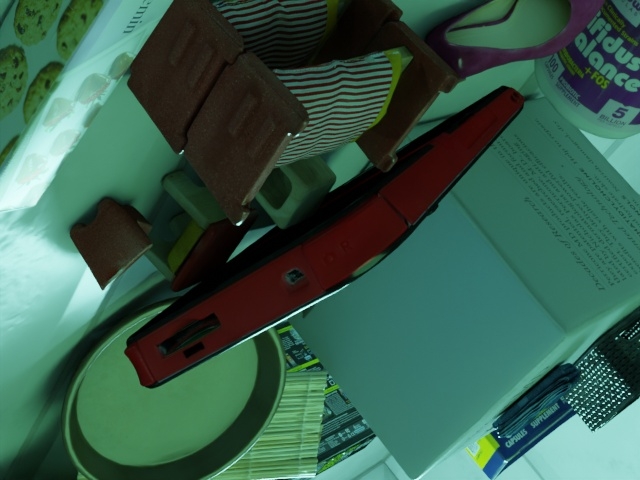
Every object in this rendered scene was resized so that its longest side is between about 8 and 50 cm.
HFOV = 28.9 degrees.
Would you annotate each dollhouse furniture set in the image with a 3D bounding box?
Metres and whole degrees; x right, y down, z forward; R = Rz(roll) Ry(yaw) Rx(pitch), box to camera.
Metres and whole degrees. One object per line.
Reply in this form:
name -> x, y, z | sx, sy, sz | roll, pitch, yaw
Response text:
dollhouse furniture set -> -0.076, -0.049, 1.052 | 0.201, 0.152, 0.374 | -23, 157, -45

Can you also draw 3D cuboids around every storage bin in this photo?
storage bin -> 0.404, 0.168, 1.649 | 0.122, 0.084, 0.180 | -32, 162, -24

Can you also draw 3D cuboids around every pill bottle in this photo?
pill bottle -> 0.393, -0.272, 1.461 | 0.169, 0.169, 0.301 | -26, 159, -39

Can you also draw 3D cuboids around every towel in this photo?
towel -> 0.268, 0.199, 1.533 | 0.119, 0.029, 0.067 | -45, 164, 20

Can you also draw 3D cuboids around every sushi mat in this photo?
sushi mat -> -0.143, 0.238, 1.542 | 0.316, 0.019, 0.151 | -1, 107, -20

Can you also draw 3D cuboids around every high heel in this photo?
high heel -> 0.214, -0.239, 1.318 | 0.244, 0.082, 0.117 | -23, 171, -10

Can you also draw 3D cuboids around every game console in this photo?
game console -> 0.000, 0.000, 1.240 | 0.386, 0.060, 0.342 | -30, -174, 42

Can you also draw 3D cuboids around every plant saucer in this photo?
plant saucer -> -0.170, 0.176, 1.446 | 0.277, 0.041, 0.278 | -15, 125, -22

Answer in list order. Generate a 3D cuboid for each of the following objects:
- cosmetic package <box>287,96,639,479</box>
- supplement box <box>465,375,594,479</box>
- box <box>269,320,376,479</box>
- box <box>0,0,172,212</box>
cosmetic package -> 0.218, 0.049, 1.661 | 0.393, 0.327, 0.329 | -18, 154, -49
supplement box -> 0.252, 0.185, 2.050 | 0.194, 0.356, 0.195 | -36, 164, -12
box -> -0.053, 0.231, 1.757 | 0.060, 0.216, 0.270 | -50, 162, 30
box -> -0.150, -0.145, 0.792 | 0.324, 0.067, 0.063 | -48, 162, 31
